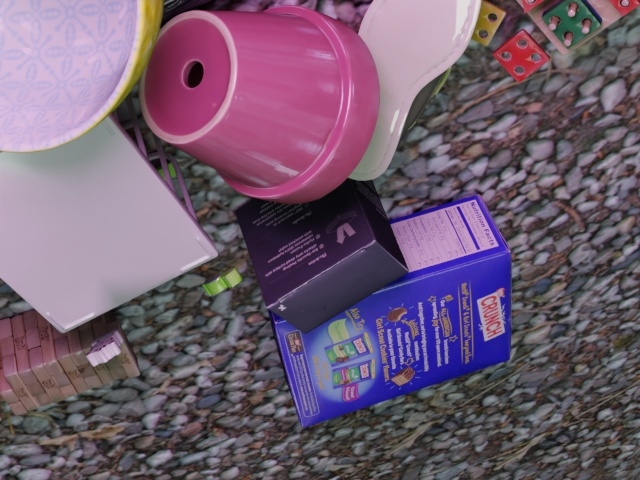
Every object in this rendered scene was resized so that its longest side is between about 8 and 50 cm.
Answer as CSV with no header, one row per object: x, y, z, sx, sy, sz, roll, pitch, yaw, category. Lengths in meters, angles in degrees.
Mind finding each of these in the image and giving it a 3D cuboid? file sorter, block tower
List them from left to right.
-0.404,0.164,1.609,0.335,0.097,0.091,-17,143,-1,block tower
-0.264,-0.072,1.312,0.193,0.173,0.278,-26,143,5,file sorter

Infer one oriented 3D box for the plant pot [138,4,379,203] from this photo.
-0.072,-0.144,1.264,0.201,0.201,0.180,-43,151,26,plant pot

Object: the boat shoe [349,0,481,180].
0.091,-0.202,1.386,0.109,0.091,0.305,28,129,0,boat shoe

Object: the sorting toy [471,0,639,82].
0.260,-0.269,1.350,0.274,0.046,0.132,-33,107,33,sorting toy

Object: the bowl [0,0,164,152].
-0.246,-0.236,1.107,0.289,0.289,0.156,-47,179,30,bowl

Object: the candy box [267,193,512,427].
0.093,0.098,1.732,0.317,0.122,0.268,-16,142,-5,candy box

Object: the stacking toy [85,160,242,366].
-0.222,0.029,1.488,0.221,0.052,0.167,-28,108,9,stacking toy

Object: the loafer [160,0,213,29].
-0.137,-0.256,1.215,0.223,0.076,0.078,-32,164,19,loafer

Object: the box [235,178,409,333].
0.000,0.000,1.536,0.156,0.158,0.093,-32,142,15,box
